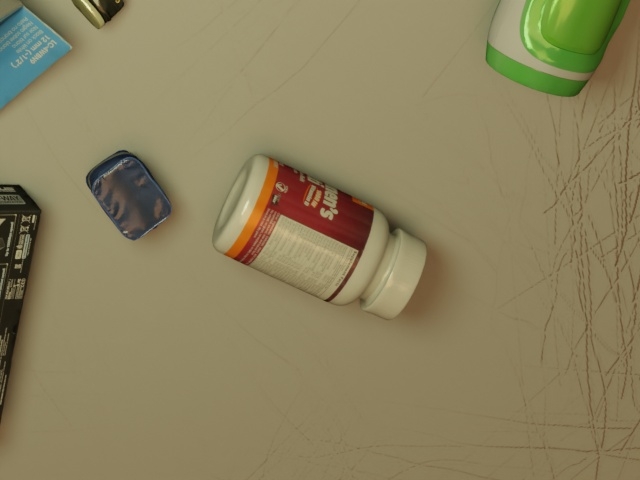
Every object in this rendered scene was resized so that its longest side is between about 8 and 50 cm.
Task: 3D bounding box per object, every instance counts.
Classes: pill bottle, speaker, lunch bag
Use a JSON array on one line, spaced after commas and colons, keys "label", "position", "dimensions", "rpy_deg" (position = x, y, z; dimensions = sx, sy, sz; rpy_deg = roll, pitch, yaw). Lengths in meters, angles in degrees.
[{"label": "pill bottle", "position": [0.000, 0.000, 1.801], "dimensions": [0.221, 0.121, 0.121], "rpy_deg": [25, 110, -12]}, {"label": "speaker", "position": [0.275, -0.306, 1.678], "dimensions": [0.131, 0.131, 0.296], "rpy_deg": [16, 112, -9]}, {"label": "lunch bag", "position": [-0.213, -0.050, 1.803], "dimensions": [0.067, 0.065, 0.098], "rpy_deg": [-35, 110, -4]}]

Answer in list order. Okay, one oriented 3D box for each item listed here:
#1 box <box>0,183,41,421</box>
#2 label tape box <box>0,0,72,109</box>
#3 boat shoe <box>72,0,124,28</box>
[{"label": "box", "position": [-0.459, 0.089, 1.788], "dimensions": [0.242, 0.076, 0.307], "rpy_deg": [-2, 117, -34]}, {"label": "label tape box", "position": [-0.469, -0.205, 1.639], "dimensions": [0.249, 0.115, 0.348], "rpy_deg": [-34, 123, 29]}, {"label": "boat shoe", "position": [-0.265, -0.288, 1.711], "dimensions": [0.042, 0.049, 0.133], "rpy_deg": [-45, 103, -14]}]
